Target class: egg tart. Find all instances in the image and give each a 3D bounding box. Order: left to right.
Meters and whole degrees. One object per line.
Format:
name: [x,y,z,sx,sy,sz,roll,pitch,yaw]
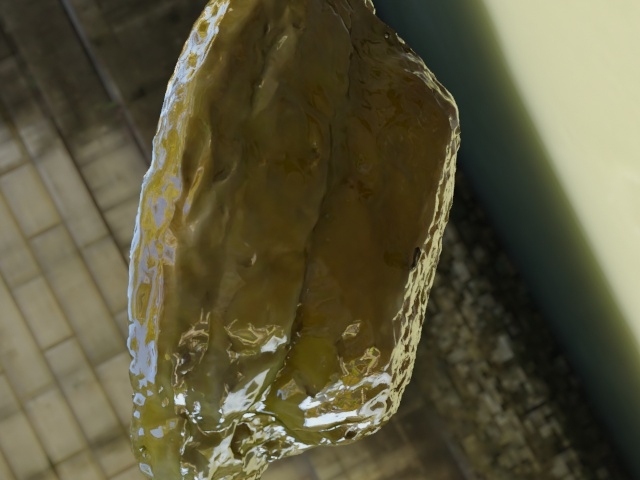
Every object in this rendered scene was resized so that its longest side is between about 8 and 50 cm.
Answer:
egg tart: [0.000,0.000,0.776,0.128,0.319,0.319,14,156,11]
